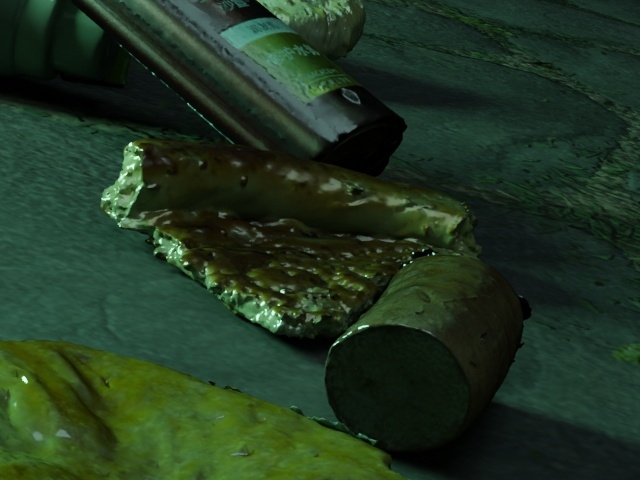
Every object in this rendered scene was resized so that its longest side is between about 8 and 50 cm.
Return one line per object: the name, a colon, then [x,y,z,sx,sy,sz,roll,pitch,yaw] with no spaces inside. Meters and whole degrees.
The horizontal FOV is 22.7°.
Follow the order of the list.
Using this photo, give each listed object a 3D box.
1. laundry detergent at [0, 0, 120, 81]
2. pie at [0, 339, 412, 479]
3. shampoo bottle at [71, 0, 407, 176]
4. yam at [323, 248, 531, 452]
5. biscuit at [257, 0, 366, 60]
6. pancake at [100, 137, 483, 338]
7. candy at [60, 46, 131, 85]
laundry detergent: [-0.352,-0.215,1.291,0.398,0.124,0.264,15,16,3]
pie: [-0.074,0.108,0.539,0.306,0.071,0.306,15,15,-4]
shampoo bottle: [-0.088,-0.156,1.187,0.323,0.084,0.129,42,34,20]
yam: [0.055,0.056,0.802,0.084,0.084,0.127,17,20,11]
biscuit: [-0.107,-0.221,1.567,0.281,0.084,0.179,14,24,9]
pancake: [0.000,0.000,0.970,0.266,0.057,0.244,11,18,-11]
candy: [-0.210,-0.210,1.420,0.062,0.097,0.194,6,19,-20]
